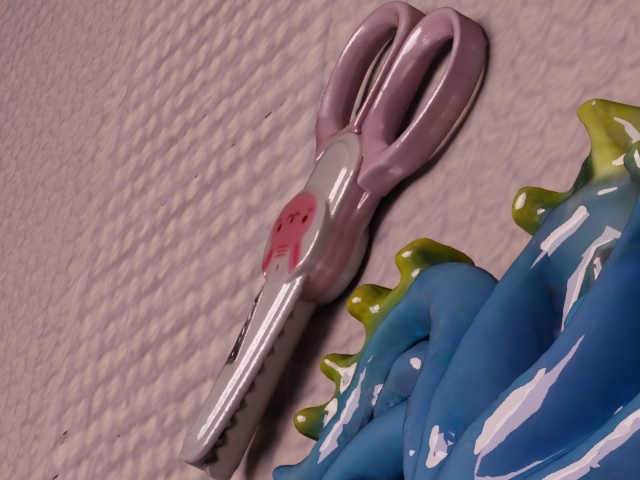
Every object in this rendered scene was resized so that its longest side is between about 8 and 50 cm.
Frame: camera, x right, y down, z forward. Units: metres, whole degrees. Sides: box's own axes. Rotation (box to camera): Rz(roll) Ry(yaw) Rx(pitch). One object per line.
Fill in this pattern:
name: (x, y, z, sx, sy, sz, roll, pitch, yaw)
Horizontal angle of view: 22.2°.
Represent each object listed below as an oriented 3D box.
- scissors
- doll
scissors: (0.000, 0.000, 0.758, 0.242, 0.030, 0.118, -63, 25, -2)
doll: (0.053, 0.096, 0.492, 0.341, 0.098, 0.346, -65, 28, 8)
